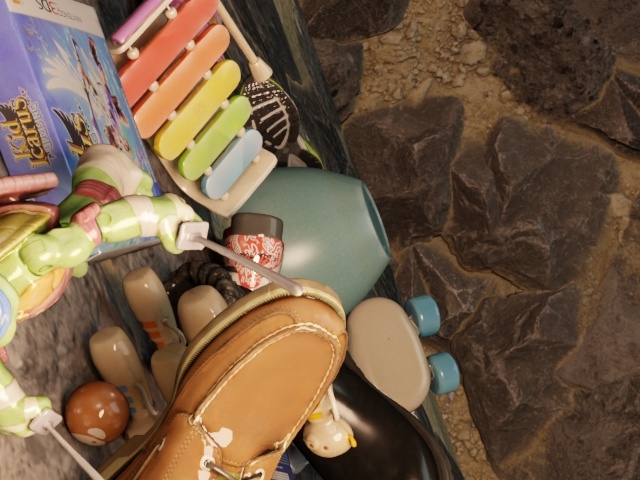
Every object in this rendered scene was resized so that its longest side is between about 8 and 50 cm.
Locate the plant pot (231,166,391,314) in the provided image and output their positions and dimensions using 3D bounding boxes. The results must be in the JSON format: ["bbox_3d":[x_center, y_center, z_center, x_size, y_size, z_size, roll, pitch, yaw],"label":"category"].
[{"bbox_3d":[0.000,0.000,1.812,0.290,0.195,0.290,-20,90,-80],"label":"plant pot"}]

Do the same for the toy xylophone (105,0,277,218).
[{"bbox_3d":[-0.154,-0.195,1.415,0.081,0.236,0.323,19,-20,38],"label":"toy xylophone"}]

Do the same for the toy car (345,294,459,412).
[{"bbox_3d":[0.094,0.226,2.017,0.238,0.219,0.210,127,-52,-67],"label":"toy car"}]

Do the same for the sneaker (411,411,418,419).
[{"bbox_3d":[0.130,0.392,2.022,0.118,0.110,0.292,39,31,-54],"label":"sneaker"}]

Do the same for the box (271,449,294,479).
[{"bbox_3d":[-0.064,0.288,1.346,0.136,0.036,0.225,45,29,-68],"label":"box"}]

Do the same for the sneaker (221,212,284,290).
[{"bbox_3d":[-0.098,0.057,1.524,0.270,0.090,0.145,117,-19,-79],"label":"sneaker"}]

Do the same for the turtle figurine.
[{"bbox_3d":[-0.168,0.047,0.835,0.266,0.274,0.198,-96,-163,-69],"label":"turtle figurine"}]

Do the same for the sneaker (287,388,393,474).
[{"bbox_3d":[0.022,0.270,1.587,0.366,0.137,0.210,58,15,-28],"label":"sneaker"}]

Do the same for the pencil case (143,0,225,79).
[{"bbox_3d":[-0.197,-0.303,1.602,0.124,0.124,0.284,59,15,-47],"label":"pencil case"}]

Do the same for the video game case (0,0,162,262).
[{"bbox_3d":[-0.244,-0.112,1.109,0.244,0.061,0.270,-26,96,-79],"label":"video game case"}]

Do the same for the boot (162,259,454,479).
[{"bbox_3d":[-0.023,0.181,1.228,0.348,0.131,0.260,45,6,32],"label":"boot"}]

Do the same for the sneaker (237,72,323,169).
[{"bbox_3d":[-0.089,-0.214,2.086,0.300,0.111,0.121,65,-1,-54],"label":"sneaker"}]

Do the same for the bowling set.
[{"bbox_3d":[-0.133,0.146,1.007,0.287,0.200,0.154,12,-51,50],"label":"bowling set"}]

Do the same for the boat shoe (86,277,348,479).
[{"bbox_3d":[-0.074,0.162,0.823,0.110,0.307,0.104,23,32,-25],"label":"boat shoe"}]
